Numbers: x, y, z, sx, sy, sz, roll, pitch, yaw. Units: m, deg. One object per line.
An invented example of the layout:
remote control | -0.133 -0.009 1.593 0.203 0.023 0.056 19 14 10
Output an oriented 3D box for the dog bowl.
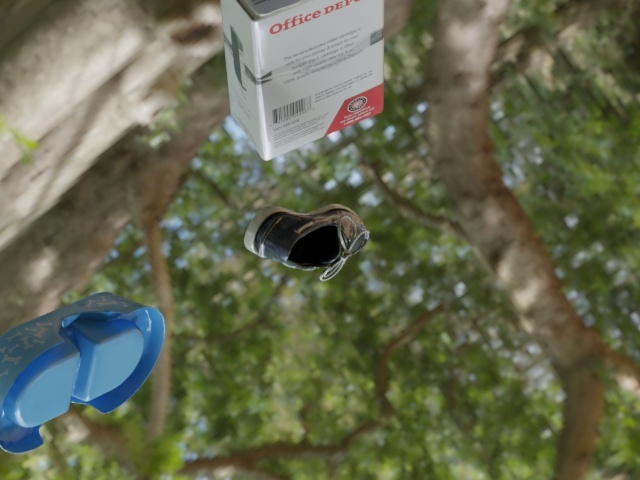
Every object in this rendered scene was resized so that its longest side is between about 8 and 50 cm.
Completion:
dog bowl | -0.327 0.160 1.936 0.074 0.166 0.297 32 -147 25

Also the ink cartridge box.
ink cartridge box | -0.022 -0.267 2.042 0.114 0.197 0.273 55 160 33

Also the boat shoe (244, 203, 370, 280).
boat shoe | 0.000 0.000 2.009 0.079 0.095 0.254 33 -169 28
